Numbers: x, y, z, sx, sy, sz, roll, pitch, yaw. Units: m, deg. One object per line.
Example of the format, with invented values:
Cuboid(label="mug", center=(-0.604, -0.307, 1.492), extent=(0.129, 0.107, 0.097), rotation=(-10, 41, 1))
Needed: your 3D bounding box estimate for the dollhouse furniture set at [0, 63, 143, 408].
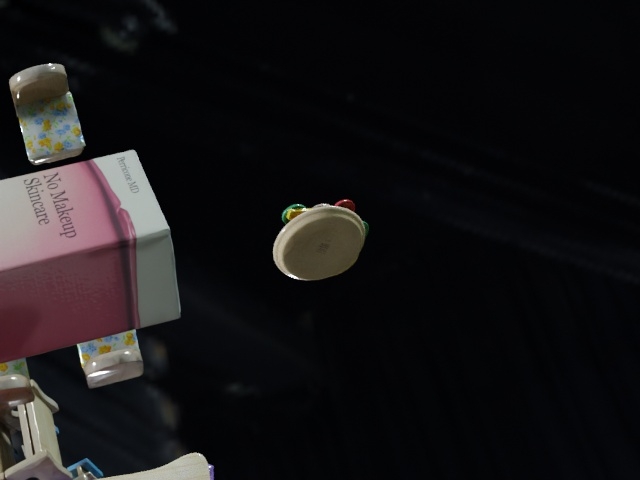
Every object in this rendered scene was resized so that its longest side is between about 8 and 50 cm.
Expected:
Cuboid(label="dollhouse furniture set", center=(-0.425, 0.008, 2.149), extent=(0.394, 0.362, 0.256), rotation=(-14, -11, -8))

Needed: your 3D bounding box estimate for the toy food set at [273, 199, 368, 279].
Cuboid(label="toy food set", center=(0.000, 0.000, 1.588), extent=(0.083, 0.020, 0.082), rotation=(0, -49, -22))

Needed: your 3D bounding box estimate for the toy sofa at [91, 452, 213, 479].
Cuboid(label="toy sofa", center=(-0.278, 0.396, 2.319), extent=(0.363, 0.177, 0.150), rotation=(-8, -36, -22))

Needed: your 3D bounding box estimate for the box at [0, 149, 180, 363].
Cuboid(label="box", center=(-0.275, 0.019, 1.936), extent=(0.232, 0.148, 0.126), rotation=(-15, -48, -13))

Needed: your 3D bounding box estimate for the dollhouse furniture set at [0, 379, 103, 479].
Cuboid(label="dollhouse furniture set", center=(-0.366, 0.300, 2.429), extent=(0.129, 0.129, 0.183), rotation=(-28, -44, 9))
